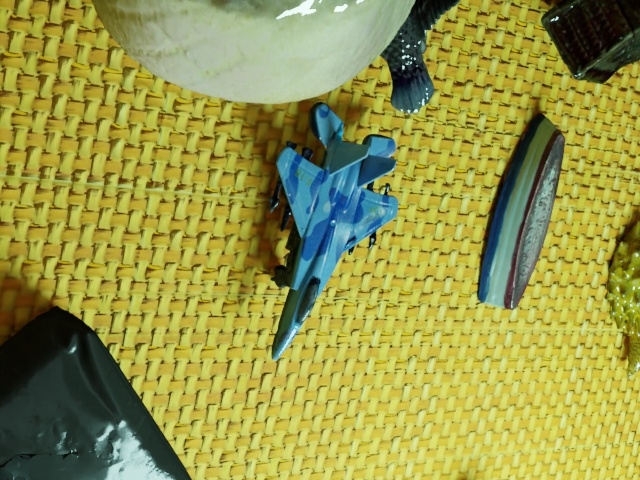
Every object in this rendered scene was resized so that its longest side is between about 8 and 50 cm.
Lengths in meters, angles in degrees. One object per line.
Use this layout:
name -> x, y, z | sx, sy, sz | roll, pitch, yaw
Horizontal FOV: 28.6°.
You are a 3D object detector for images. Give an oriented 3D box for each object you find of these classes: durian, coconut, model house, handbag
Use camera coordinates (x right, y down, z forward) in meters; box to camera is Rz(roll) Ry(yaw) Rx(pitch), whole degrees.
durian -> 0.433, 0.077, 1.613 | 0.140, 0.078, 0.224 | -3, 104, -39
coconut -> -0.043, -0.261, 0.996 | 0.328, 0.328, 0.329 | -13, 111, -37
model house -> 0.308, -0.258, 1.409 | 0.152, 0.106, 0.165 | -25, 83, -19
handbag -> -0.241, 0.207, 1.091 | 0.223, 0.080, 0.247 | -41, 125, -23

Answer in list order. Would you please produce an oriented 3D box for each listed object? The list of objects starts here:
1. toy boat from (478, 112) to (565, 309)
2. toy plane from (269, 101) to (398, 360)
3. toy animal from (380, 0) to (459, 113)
toy boat -> 0.236, -0.031, 1.443 | 0.080, 0.046, 0.229 | 11, 98, -37
toy plane -> -0.005, -0.002, 1.230 | 0.169, 0.078, 0.246 | 21, 96, -41
toy animal -> 0.049, -0.225, 1.190 | 0.272, 0.197, 0.160 | -18, 145, 12
